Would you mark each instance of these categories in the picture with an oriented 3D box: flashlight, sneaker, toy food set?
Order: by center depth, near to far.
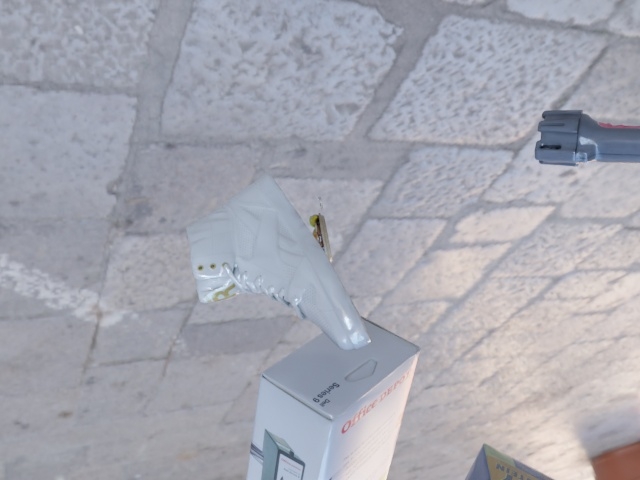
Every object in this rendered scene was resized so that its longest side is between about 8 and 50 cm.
[{"bbox_3d":[-0.068,0.058,0.960,0.169,0.292,0.108,-32,145,-6],"label":"sneaker"},{"bbox_3d":[0.474,-0.151,1.072,0.304,0.103,0.103,6,176,25],"label":"flashlight"},{"bbox_3d":[0.000,0.000,1.711,0.038,0.192,0.132,-10,175,1],"label":"toy food set"}]

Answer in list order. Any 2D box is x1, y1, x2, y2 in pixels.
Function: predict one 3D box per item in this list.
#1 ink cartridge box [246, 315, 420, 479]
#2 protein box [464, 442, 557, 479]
[{"bbox_3d":[0.012,0.272,1.016,0.211,0.121,0.289,-27,135,-48],"label":"ink cartridge box"},{"bbox_3d":[0.242,0.418,0.997,0.200,0.135,0.201,-65,174,7],"label":"protein box"}]
